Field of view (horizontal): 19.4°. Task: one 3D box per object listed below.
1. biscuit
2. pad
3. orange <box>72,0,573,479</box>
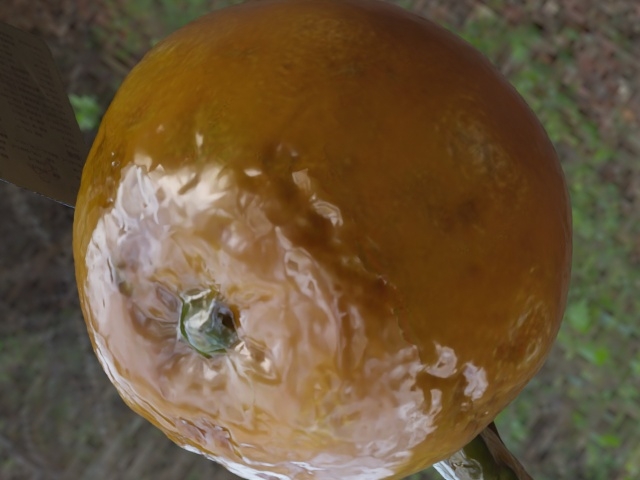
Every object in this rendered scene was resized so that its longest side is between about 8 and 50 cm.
[{"bbox_3d":[0.075,0.114,1.596,0.329,0.078,0.335,51,-177,28],"label":"biscuit"},{"bbox_3d":[-0.228,-0.104,1.029,0.265,0.009,0.159,22,-148,-45],"label":"pad"},{"bbox_3d":[0.000,0.000,0.968,0.261,0.261,0.261,34,176,3],"label":"orange"}]
